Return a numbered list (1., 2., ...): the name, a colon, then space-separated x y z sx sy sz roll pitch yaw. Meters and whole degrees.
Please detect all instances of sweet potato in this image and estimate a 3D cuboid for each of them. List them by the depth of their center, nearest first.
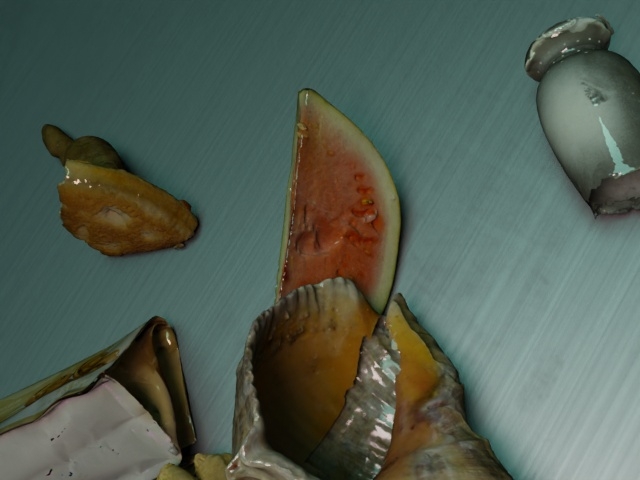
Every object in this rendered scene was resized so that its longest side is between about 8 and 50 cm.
1. sweet potato: -0.326 -0.112 1.153 0.269 0.074 0.075 29 82 48

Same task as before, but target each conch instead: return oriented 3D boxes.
1. conch: 0.026 0.201 0.761 0.210 0.297 0.352 -50 29 21

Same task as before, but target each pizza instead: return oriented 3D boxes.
1. pizza: -0.255 -0.029 1.060 0.161 0.182 0.063 -53 31 44

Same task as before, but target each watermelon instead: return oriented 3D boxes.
1. watermelon: -0.011 0.001 0.926 0.128 0.159 0.304 2 82 49

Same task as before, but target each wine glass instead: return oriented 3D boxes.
1. wine glass: 0.288 -0.131 0.860 0.111 0.111 0.205 -20 60 15

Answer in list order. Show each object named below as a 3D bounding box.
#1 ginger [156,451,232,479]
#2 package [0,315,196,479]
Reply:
1. ginger: -0.072 0.350 0.827 0.117 0.065 0.299 -10 59 -30
2. package: -0.301 0.246 0.959 0.311 0.221 0.165 -27 99 9
